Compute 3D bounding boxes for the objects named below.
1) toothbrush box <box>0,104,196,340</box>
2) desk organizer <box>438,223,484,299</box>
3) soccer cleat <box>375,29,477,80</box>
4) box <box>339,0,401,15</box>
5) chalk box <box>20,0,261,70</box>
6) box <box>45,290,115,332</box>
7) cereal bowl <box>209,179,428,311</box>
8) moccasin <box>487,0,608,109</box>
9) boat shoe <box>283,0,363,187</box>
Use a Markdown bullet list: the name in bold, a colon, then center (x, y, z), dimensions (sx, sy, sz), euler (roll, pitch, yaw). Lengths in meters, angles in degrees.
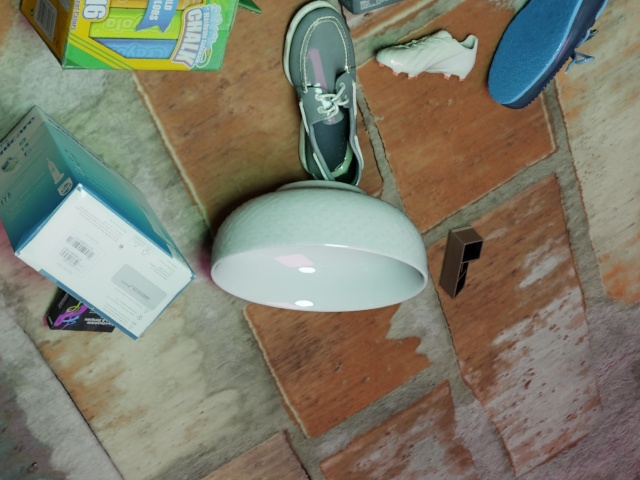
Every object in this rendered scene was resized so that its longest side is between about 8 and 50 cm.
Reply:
- **toothbrush box**: center (-0.319, -0.030, 1.775), dimensions (0.126, 0.295, 0.216), euler (-46, 125, 4)
- **desk organizer**: center (0.255, 0.040, 2.391), dimensions (0.047, 0.050, 0.130), euler (-12, 129, -25)
- **soccer cleat**: center (0.167, -0.296, 2.068), dimensions (0.196, 0.068, 0.076), euler (-3, 120, -40)
- **box**: center (0.133, -0.449, 1.926), dimensions (0.233, 0.059, 0.183), euler (-21, 133, -17)
- **chalk box**: center (-0.214, -0.336, 1.710), dimensions (0.289, 0.180, 0.179), euler (-5, 126, -31)
- **box**: center (-0.337, 0.078, 2.032), dimensions (0.116, 0.029, 0.162), euler (8, 128, -43)
- **cereal bowl**: center (0.000, 0.000, 2.069), dimensions (0.339, 0.141, 0.339), euler (2, 159, 1)
- **moccasin**: center (0.405, -0.352, 2.125), dimensions (0.117, 0.137, 0.342), euler (17, 114, -45)
- **boat shoe**: center (0.019, -0.212, 2.009), dimensions (0.116, 0.099, 0.319), euler (-21, 133, -19)
